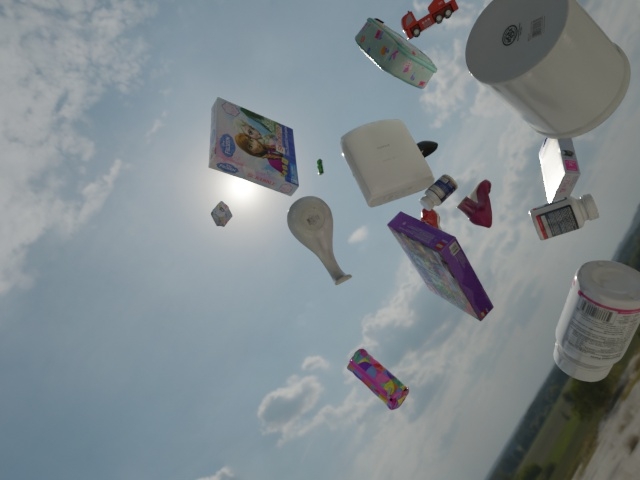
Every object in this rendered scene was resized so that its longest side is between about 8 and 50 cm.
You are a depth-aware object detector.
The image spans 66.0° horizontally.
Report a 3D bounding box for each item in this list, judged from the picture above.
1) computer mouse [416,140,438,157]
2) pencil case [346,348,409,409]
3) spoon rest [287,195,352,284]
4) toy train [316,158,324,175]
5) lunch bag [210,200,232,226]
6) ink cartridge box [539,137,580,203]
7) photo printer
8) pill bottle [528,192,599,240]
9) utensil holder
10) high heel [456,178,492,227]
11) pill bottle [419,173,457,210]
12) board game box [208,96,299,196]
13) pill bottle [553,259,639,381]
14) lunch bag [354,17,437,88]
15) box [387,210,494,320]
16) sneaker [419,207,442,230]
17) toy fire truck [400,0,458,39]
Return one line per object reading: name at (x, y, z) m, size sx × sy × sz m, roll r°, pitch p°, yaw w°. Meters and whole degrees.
computer mouse at (0.426, -0.376, 2.253) m, size 0.262 × 0.184 × 0.060 m, roll -31°, pitch -61°, yaw 11°
pencil case at (0.197, 0.477, 1.700) m, size 0.104 × 0.236 × 0.104 m, roll -29°, pitch -42°, yaw -30°
spoon rest at (0.000, 0.000, 1.449) m, size 0.137 × 0.276 × 0.084 m, roll -26°, pitch -3°, yaw -11°
toy train at (-0.001, -0.277, 1.859) m, size 0.017 × 0.083 × 0.024 m, roll 25°, pitch -49°, yaw -32°
lunch bag at (-0.396, -0.106, 1.965) m, size 0.071 × 0.053 × 0.083 m, roll -58°, pitch -38°, yaw -39°
ink cartridge box at (0.903, -0.295, 1.870) m, size 0.185 × 0.065 × 0.311 m, roll 86°, pitch -171°, yaw -51°
photo printer at (0.224, -0.290, 1.743) m, size 0.256 × 0.307 × 0.107 m, roll -18°, pitch -25°, yaw -9°
pill bottle at (0.759, -0.077, 1.537) m, size 0.180 × 0.108 × 0.108 m, roll -21°, pitch -19°, yaw 23°
utensil holder at (0.658, -0.519, 1.443) m, size 0.385 × 0.327 × 0.327 m, roll 17°, pitch -77°, yaw -38°
high heel at (0.526, -0.118, 1.568) m, size 0.244 × 0.117 × 0.082 m, roll -33°, pitch -21°, yaw -52°
pill bottle at (0.382, -0.154, 1.600) m, size 0.120 × 0.067 × 0.067 m, roll -43°, pitch -32°, yaw -7°
board game box at (-0.237, -0.337, 1.765) m, size 0.318 × 0.318 × 0.066 m, roll 17°, pitch -44°, yaw -29°
pill bottle at (0.674, 0.202, 1.203) m, size 0.160 × 0.160 × 0.283 m, roll -35°, pitch -42°, yaw -36°
lunch bag at (0.261, -0.644, 1.692) m, size 0.224 × 0.279 × 0.108 m, roll 3°, pitch -47°, yaw -44°
box at (0.308, 0.067, 1.262) m, size 0.057 × 0.201 × 0.293 m, roll -44°, pitch -54°, yaw -8°
sneaker at (0.505, -0.100, 2.353) m, size 0.128 × 0.221 × 0.087 m, roll 26°, pitch -58°, yaw -30°
toy fire truck at (0.277, -0.611, 1.232) m, size 0.192 × 0.135 × 0.047 m, roll -26°, pitch 11°, yaw 18°
